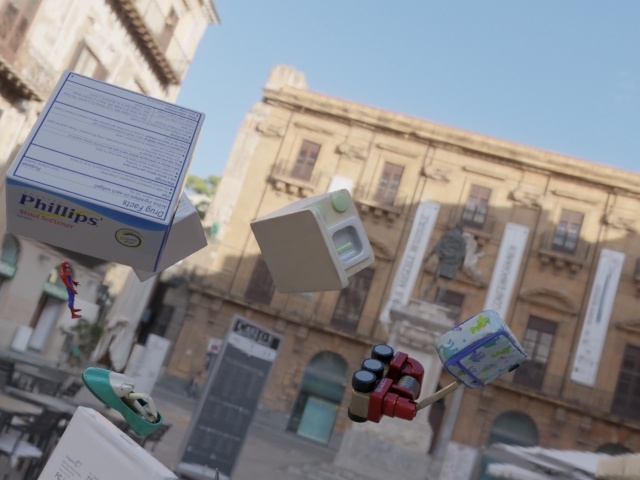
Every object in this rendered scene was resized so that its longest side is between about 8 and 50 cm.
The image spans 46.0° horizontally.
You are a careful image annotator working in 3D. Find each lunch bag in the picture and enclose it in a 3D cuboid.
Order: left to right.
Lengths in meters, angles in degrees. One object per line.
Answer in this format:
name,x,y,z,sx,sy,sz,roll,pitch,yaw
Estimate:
lunch bag,0.372,0.261,1.763,0.176,0.090,0.219,-32,-37,11

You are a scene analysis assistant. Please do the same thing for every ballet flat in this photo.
ballet flat,-0.459,0.369,1.792,0.247,0.087,0.083,56,10,-32

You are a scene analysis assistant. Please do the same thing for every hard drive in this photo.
hard drive,-0.344,0.415,1.047,0.203,0.307,0.040,25,-6,34

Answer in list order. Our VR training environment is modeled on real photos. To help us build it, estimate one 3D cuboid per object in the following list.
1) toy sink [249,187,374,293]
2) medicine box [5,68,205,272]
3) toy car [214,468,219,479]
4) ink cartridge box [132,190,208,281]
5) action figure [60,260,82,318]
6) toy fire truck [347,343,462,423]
toy sink,0.000,0.000,1.384,0.234,0.131,0.152,-11,-76,58
medicine box,-0.371,-0.125,1.328,0.264,0.289,0.149,17,-41,-9
toy car,-0.064,0.326,0.768,0.149,0.188,0.155,-21,9,-22
ink cartridge box,-0.443,-0.082,1.888,0.270,0.198,0.197,54,-15,21
action figure,-0.466,0.089,1.410,0.030,0.115,0.038,-11,29,-7
toy fire truck,0.213,0.352,1.817,0.246,0.158,0.217,15,23,19
